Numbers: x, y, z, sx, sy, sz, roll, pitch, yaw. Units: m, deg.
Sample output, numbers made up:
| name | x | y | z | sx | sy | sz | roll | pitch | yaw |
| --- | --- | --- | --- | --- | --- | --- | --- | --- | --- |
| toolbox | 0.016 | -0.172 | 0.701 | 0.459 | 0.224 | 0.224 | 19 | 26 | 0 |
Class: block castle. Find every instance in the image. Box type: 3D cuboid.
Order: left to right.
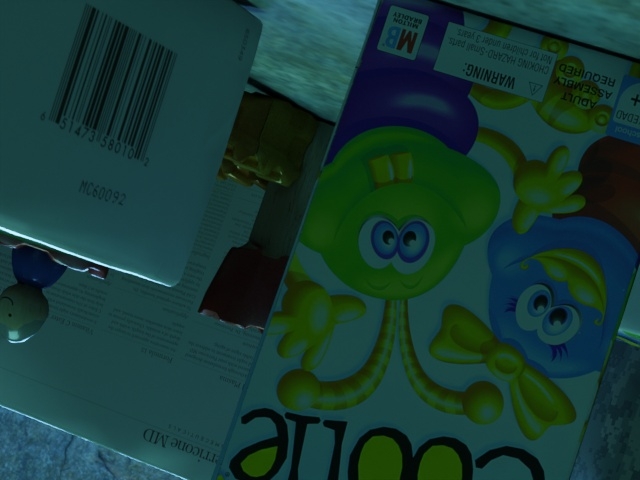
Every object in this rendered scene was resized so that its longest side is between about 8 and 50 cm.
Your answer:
| name | x | y | z | sx | sy | sz | roll | pitch | yaw |
| --- | --- | --- | --- | --- | --- | --- | --- | --- | --- |
| block castle | -0.231 | -0.048 | 1.037 | 0.453 | 0.213 | 0.303 | 16 | 174 | 38 |

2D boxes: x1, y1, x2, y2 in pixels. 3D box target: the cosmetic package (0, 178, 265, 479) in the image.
| name | x | y | z | sx | sy | sz | roll | pitch | yaw |
| --- | --- | --- | --- | --- | --- | --- | --- | --- | --- |
| cosmetic package | -0.155 | 0.038 | 1.256 | 0.377 | 0.285 | 0.097 | 17 | 171 | 23 |

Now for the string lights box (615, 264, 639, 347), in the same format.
| name | x | y | z | sx | sy | sz | roll | pitch | yaw |
| --- | --- | --- | --- | --- | --- | --- | --- | --- | --- |
| string lights box | 0.155 | 0.013 | 1.027 | 0.259 | 0.077 | 0.133 | 16 | 176 | 36 |

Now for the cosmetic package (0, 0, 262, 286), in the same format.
| name | x | y | z | sx | sy | sz | roll | pitch | yaw |
| --- | --- | --- | --- | --- | --- | --- | --- | --- | --- |
| cosmetic package | -0.240 | -0.106 | 0.754 | 0.365 | 0.155 | 0.197 | 14 | 175 | 34 |

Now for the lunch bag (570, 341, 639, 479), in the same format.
| name | x | y | z | sx | sy | sz | roll | pitch | yaw |
| --- | --- | --- | --- | --- | --- | --- | --- | --- | --- |
| lunch bag | 0.279 | 0.156 | 1.220 | 0.168 | 0.235 | 0.287 | 22 | 175 | -17 |

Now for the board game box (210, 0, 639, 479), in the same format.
| name | x | y | z | sx | sy | sz | roll | pitch | yaw |
| --- | --- | --- | --- | --- | --- | --- | --- | --- | --- |
| board game box | 0.055 | 0.052 | 0.653 | 0.142 | 0.275 | 0.144 | 18 | 176 | 10 |
